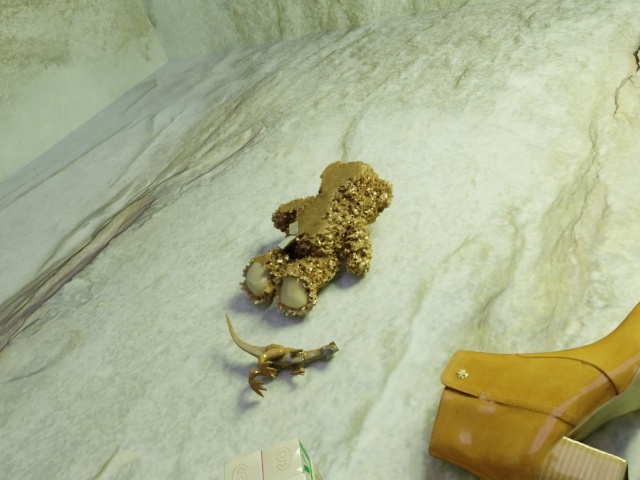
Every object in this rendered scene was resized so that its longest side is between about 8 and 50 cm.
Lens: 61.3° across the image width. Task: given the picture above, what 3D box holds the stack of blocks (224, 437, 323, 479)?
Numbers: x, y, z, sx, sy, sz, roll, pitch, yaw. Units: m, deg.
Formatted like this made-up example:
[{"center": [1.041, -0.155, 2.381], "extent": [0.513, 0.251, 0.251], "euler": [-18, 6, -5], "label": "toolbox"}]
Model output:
[{"center": [-0.029, 0.334, 0.476], "extent": [0.087, 0.171, 0.297], "euler": [-19, 34, 3], "label": "stack of blocks"}]

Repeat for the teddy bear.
[{"center": [0.000, 0.000, 0.996], "extent": [0.245, 0.113, 0.338], "euler": [-5, 44, 33], "label": "teddy bear"}]

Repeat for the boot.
[{"center": [0.263, 0.153, 0.633], "extent": [0.211, 0.104, 0.295], "euler": [12, 50, 38], "label": "boot"}]

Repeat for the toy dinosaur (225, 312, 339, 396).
[{"center": [-0.077, 0.178, 0.827], "extent": [0.212, 0.064, 0.112], "euler": [6, 24, 19], "label": "toy dinosaur"}]
